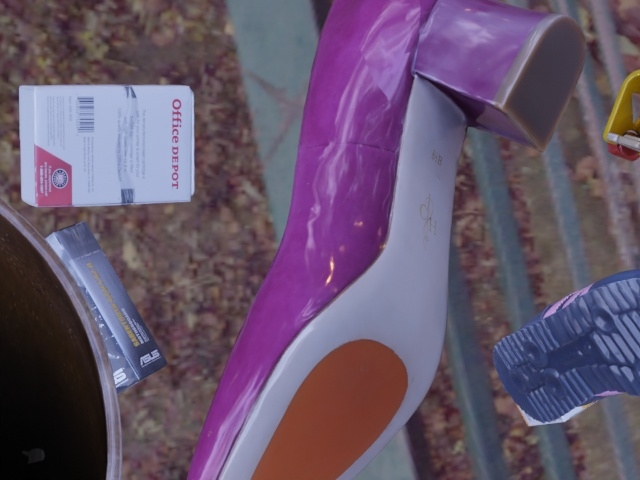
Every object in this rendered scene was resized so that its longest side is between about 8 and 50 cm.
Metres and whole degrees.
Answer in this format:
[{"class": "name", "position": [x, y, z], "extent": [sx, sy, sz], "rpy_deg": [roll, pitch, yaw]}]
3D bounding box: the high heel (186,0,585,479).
[{"class": "high heel", "position": [0.000, 0.000, 0.791], "extent": [0.181, 0.127, 0.377], "rpy_deg": [23, 71, 42]}]

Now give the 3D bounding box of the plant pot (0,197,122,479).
[{"class": "plant pot", "position": [-0.166, 0.111, 0.452], "extent": [0.215, 0.230, 0.215], "rpy_deg": [1, 65, -2]}]

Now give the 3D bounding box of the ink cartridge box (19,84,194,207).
[{"class": "ink cartridge box", "position": [-0.179, -0.081, 1.087], "extent": [0.056, 0.135, 0.099], "rpy_deg": [16, 107, 62]}]

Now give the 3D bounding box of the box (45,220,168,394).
[{"class": "box", "position": [-0.299, 0.112, 1.435], "extent": [0.231, 0.056, 0.183], "rpy_deg": [-32, 88, 33]}]

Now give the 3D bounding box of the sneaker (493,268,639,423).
[{"class": "sneaker", "position": [0.267, 0.065, 1.065], "extent": [0.112, 0.131, 0.319], "rpy_deg": [62, 154, -1]}]

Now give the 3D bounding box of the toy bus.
[{"class": "toy bus", "position": [0.416, -0.119, 1.426], "extent": [0.191, 0.202, 0.104], "rpy_deg": [21, 96, 15]}]

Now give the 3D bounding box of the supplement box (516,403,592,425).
[{"class": "supplement box", "position": [0.283, 0.189, 1.549], "extent": [0.036, 0.062, 0.098], "rpy_deg": [61, 159, 1]}]
